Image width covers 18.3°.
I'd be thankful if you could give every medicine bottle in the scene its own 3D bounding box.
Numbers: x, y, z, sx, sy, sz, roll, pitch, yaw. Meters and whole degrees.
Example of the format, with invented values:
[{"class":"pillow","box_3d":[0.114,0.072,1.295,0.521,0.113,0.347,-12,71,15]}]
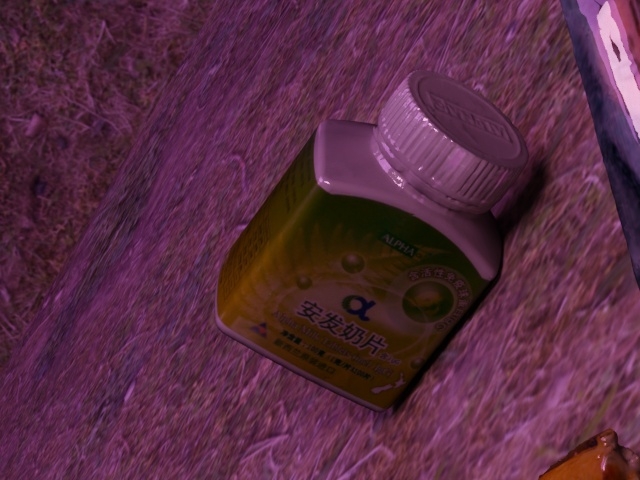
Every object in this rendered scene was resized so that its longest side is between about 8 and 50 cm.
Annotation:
[{"class":"medicine bottle","box_3d":[0.037,-0.005,1.198,0.188,0.132,0.088,-54,16,28]}]

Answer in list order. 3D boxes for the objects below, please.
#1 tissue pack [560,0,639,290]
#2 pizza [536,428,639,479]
[{"class":"tissue pack","box_3d":[0.206,-0.127,0.615,0.316,0.103,0.228,-24,77,51]},{"class":"pizza","box_3d":[0.081,0.189,0.881,0.184,0.036,0.176,-52,18,37]}]
